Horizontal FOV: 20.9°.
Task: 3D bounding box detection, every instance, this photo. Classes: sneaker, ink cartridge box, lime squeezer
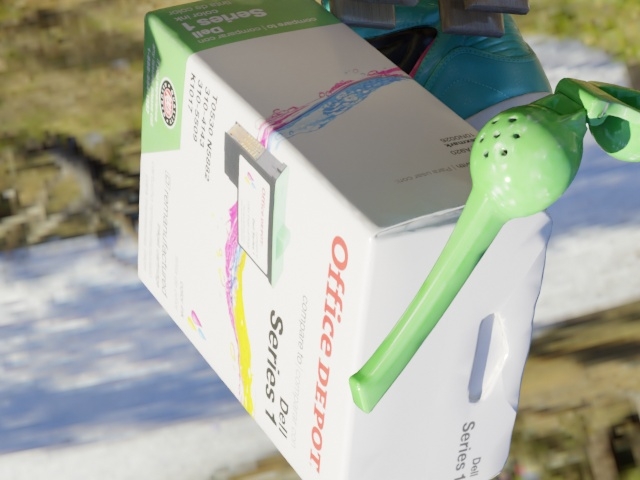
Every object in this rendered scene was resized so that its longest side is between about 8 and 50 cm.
[{"bbox_3d":[0.034,-0.103,1.253,0.124,0.178,0.295,-4,162,-46],"label":"sneaker"},{"bbox_3d":[0.000,0.000,1.031,0.117,0.278,0.201,-13,127,-27],"label":"ink cartridge box"},{"bbox_3d":[0.139,-0.031,0.854,0.310,0.110,0.059,-29,-159,-18],"label":"lime squeezer"}]

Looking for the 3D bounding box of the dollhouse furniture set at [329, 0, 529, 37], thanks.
[{"bbox_3d":[0.044,-0.241,1.015,0.242,0.161,0.212,2,163,-19],"label":"dollhouse furniture set"}]
